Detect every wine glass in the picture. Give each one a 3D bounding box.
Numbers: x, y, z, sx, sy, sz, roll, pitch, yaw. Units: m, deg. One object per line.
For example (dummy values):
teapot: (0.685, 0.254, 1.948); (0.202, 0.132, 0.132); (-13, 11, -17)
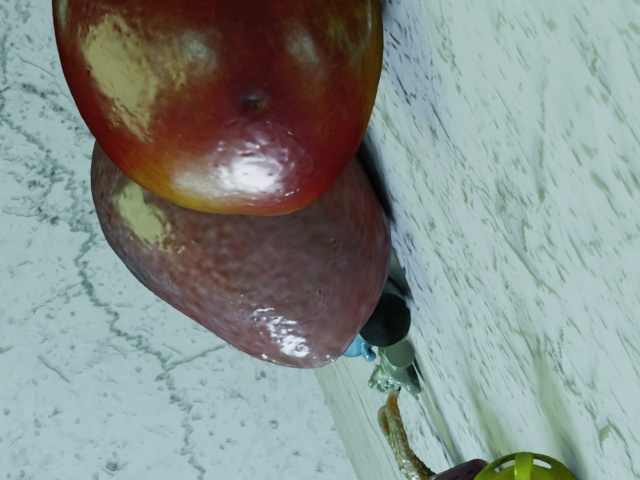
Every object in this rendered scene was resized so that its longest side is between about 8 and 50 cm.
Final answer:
wine glass: (0.035, 0.048, 1.519); (0.262, 0.074, 0.074); (-133, 21, -76)

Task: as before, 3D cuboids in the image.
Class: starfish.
starfish: (0.106, 0.239, 1.538); (0.247, 0.050, 0.138); (53, 169, 32)

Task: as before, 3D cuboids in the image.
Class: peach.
peach: (-0.061, -0.135, 0.997); (0.243, 0.199, 0.243); (159, 90, -75)

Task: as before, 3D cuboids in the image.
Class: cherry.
cherry: (-0.061, -0.026, 1.352); (0.307, 0.221, 0.261); (51, -174, 26)

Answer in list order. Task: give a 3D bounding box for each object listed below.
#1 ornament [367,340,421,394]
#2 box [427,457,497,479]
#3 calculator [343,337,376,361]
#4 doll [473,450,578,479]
ornament: (0.073, 0.123, 1.584); (0.092, 0.041, 0.068); (86, 158, -43)
box: (0.148, 0.264, 1.214); (0.224, 0.069, 0.120); (-126, 16, -66)
calculator: (0.000, 0.000, 1.770); (0.173, 0.051, 0.293); (91, 157, -71)
doll: (0.136, 0.209, 1.017); (0.129, 0.081, 0.207); (-67, -28, -48)
